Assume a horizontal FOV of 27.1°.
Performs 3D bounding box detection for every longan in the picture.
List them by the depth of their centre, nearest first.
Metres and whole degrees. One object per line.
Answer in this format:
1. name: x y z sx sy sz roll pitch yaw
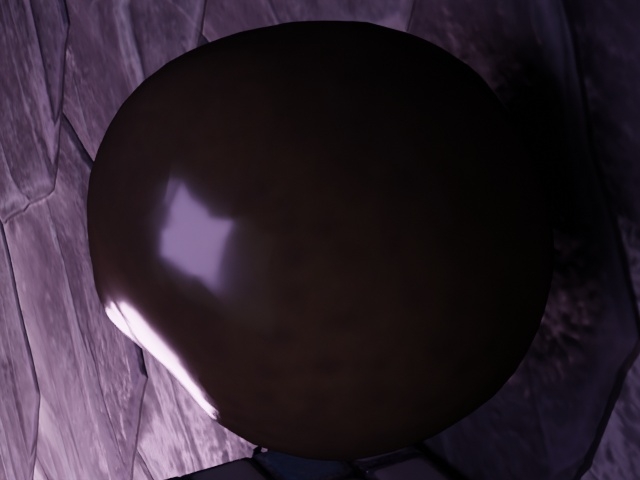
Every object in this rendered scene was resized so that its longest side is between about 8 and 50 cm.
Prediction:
1. longan: 0.000 0.000 0.744 0.258 0.258 0.258 28 123 53

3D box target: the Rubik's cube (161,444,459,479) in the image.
1. Rubik's cube: -0.005 0.324 0.836 0.293 0.291 0.287 32 127 49
